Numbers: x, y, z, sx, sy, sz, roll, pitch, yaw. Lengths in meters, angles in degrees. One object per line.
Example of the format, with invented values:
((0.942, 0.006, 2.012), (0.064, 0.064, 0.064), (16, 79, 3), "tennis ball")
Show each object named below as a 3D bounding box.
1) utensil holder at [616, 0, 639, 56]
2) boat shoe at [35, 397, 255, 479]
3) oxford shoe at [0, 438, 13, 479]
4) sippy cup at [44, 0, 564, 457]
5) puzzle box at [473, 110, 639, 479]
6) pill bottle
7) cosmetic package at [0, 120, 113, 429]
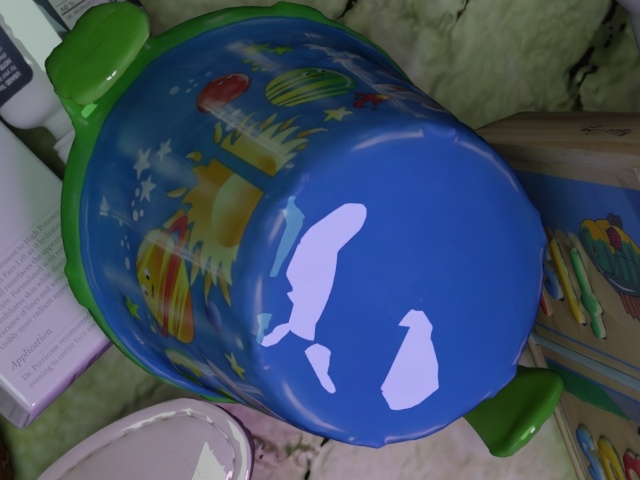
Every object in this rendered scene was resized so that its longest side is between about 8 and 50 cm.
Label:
((0.348, -0.017, 0.921), (0.328, 0.327, 0.385), (-15, 102, 11), "utensil holder")
((-0.148, 0.221, 1.148), (0.116, 0.097, 0.324), (42, 103, 14), "boat shoe")
((-0.233, 0.128, 1.165), (0.076, 0.076, 0.212), (3, 100, -24), "oxford shoe")
((0.000, 0.000, 0.974), (0.306, 0.224, 0.240), (2, 102, -23), "sippy cup")
((0.184, 0.070, 0.918), (0.052, 0.409, 0.272), (-23, 98, -8), "puzzle box")
((-0.163, -0.128, 1.073), (0.108, 0.108, 0.180), (-35, 95, 13), "pill bottle")
((-0.218, -0.008, 1.092), (0.231, 0.085, 0.117), (45, 69, 1), "cosmetic package")
